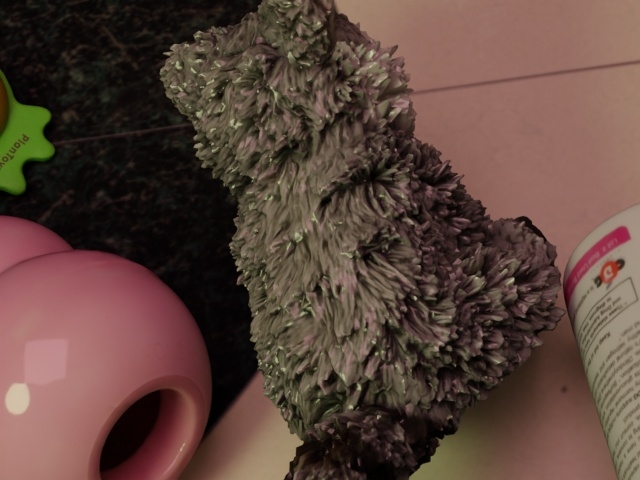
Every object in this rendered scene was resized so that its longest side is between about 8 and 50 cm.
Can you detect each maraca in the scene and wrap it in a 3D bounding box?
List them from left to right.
[{"bbox_3d":[-0.316,-0.109,1.528,0.185,0.099,0.127,34,69,2],"label":"maraca"}]

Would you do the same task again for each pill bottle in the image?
[{"bbox_3d":[0.270,0.120,1.189,0.160,0.160,0.283,-16,52,6],"label":"pill bottle"}]

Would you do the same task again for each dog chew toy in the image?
[{"bbox_3d":[-0.238,0.077,1.347,0.332,0.207,0.207,29,71,35],"label":"dog chew toy"}]

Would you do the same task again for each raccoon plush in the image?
[{"bbox_3d":[0.000,0.000,1.183,0.216,0.299,0.446,-33,15,17],"label":"raccoon plush"}]
